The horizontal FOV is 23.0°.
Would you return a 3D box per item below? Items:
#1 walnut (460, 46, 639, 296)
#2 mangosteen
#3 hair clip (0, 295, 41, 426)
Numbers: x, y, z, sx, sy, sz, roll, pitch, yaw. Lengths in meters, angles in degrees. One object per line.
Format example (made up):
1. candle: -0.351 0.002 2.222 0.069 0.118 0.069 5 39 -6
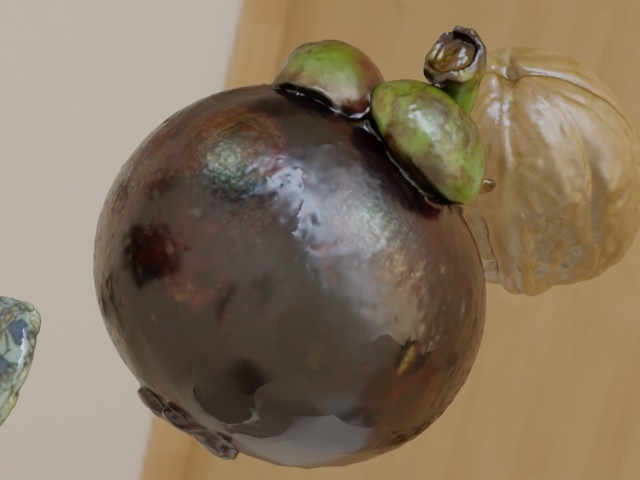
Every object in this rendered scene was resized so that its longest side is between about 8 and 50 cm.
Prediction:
1. walnut: 0.247 -0.076 1.895 0.252 0.277 0.313 -125 18 -50
2. mangosteen: 0.000 0.000 1.189 0.359 0.306 0.306 -52 34 -7
3. hair clip: -0.166 0.123 0.611 0.066 0.036 0.229 35 106 48
